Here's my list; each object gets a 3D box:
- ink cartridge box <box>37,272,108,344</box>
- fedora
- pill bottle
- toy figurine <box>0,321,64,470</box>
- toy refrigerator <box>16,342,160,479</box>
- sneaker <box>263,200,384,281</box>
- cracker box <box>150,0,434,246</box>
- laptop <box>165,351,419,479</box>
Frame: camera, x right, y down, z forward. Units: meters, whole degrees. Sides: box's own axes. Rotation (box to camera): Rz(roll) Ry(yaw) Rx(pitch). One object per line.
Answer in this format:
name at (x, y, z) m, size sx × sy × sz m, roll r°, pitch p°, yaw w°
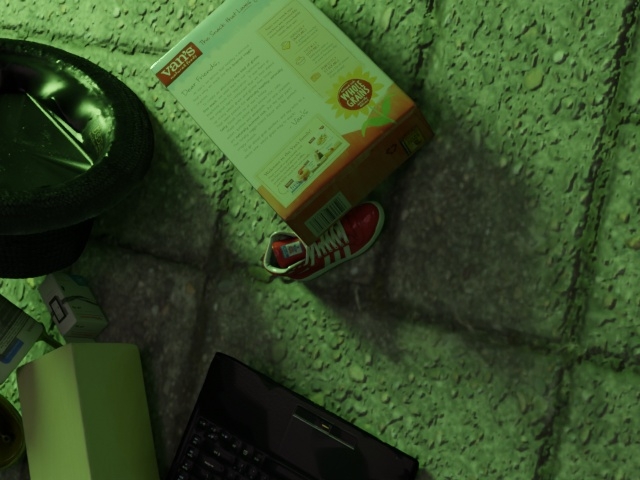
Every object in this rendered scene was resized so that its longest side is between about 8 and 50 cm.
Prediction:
ink cartridge box at (-0.254, 0.075, 1.572) m, size 0.028 × 0.048 × 0.083 m, roll -45°, pitch 62°, yaw 24°
fedora at (-0.329, -0.069, 1.552) m, size 0.334 × 0.334 × 0.152 m, roll 37°, pitch 136°, yaw 34°
pill bottle at (-0.358, 0.078, 1.538) m, size 0.137 × 0.078 × 0.078 m, roll 38°, pitch 112°, yaw -9°
toy figurine at (-0.453, 0.083, 1.676) m, size 0.362 × 0.217 × 0.191 m, roll 33°, pitch 90°, yaw -9°
toy refrigerator at (-0.219, 0.244, 1.497) m, size 0.102 × 0.094 × 0.269 m, roll -26°, pitch 68°, yaw 41°
sneaker at (0.000, 0.000, 1.381) m, size 0.118 × 0.067 × 0.042 m, roll -36°, pitch 64°, yaw 28°
cracker box at (-0.029, -0.128, 1.391) m, size 0.155 × 0.067 × 0.232 m, roll -41°, pitch 60°, yaw 0°
laptop at (-0.081, 0.266, 1.344) m, size 0.234 × 0.136 × 0.264 m, roll 26°, pitch 100°, yaw 26°
